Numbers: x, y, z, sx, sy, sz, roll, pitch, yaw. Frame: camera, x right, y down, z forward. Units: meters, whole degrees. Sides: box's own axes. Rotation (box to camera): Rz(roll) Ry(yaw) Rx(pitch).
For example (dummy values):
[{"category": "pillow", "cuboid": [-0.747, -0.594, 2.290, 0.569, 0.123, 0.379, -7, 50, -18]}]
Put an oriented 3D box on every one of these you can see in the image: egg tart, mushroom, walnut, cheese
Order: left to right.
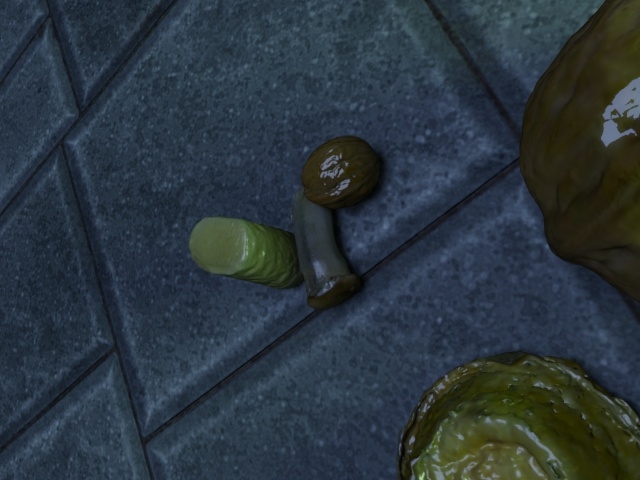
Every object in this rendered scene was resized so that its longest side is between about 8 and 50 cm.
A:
[{"category": "cheese", "cuboid": [-0.104, 0.017, 1.034, 0.123, 0.167, 0.094, 17, 89, 36]}, {"category": "mushroom", "cuboid": [0.000, 0.000, 1.022, 0.084, 0.071, 0.209, -27, 63, 27]}, {"category": "walnut", "cuboid": [0.027, -0.098, 0.993, 0.124, 0.105, 0.105, -24, 67, 15]}, {"category": "egg tart", "cuboid": [0.215, 0.293, 0.756, 0.345, 0.132, 0.345, -8, 76, 35]}, {"category": "walnut", "cuboid": [0.348, -0.095, 0.620, 0.344, 0.306, 0.306, -49, 56, 30]}]
